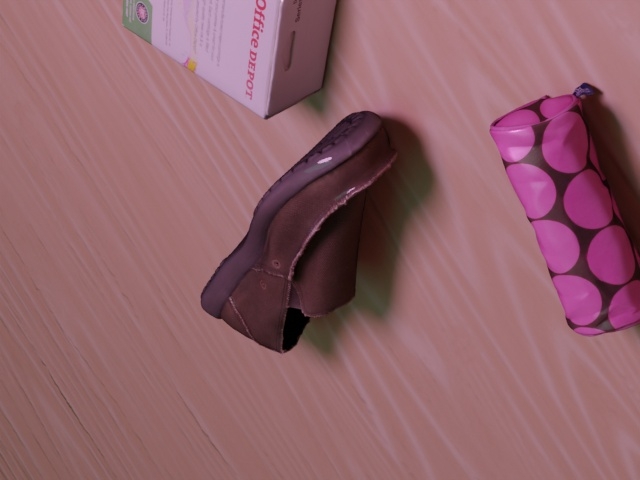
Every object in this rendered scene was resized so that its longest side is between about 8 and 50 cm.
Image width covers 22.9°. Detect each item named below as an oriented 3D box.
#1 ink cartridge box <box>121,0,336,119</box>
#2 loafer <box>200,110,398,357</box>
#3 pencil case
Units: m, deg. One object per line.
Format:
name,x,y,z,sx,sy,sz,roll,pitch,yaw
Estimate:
ink cartridge box,-0.092,-0.242,1.569,0.212,0.093,0.154,36,137,28
loafer,0.000,0.000,1.620,0.130,0.134,0.366,42,145,4
pencil case,0.223,-0.025,1.377,0.095,0.098,0.209,-20,102,6
